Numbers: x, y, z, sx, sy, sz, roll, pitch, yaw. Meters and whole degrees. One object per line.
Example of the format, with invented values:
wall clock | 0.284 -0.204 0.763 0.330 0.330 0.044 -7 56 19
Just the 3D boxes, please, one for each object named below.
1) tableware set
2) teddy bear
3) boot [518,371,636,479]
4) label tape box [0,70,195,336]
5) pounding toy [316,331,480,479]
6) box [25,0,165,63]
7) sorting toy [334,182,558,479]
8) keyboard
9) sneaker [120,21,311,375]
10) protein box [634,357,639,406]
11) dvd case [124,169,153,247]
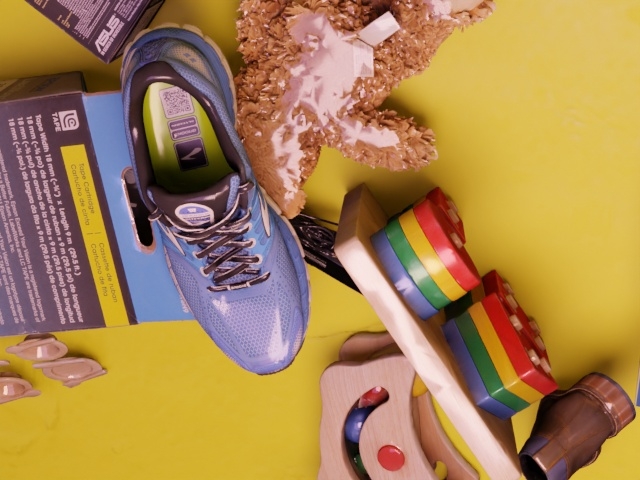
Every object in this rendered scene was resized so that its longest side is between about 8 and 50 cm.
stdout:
tableware set | -0.314 0.133 1.736 0.141 0.169 0.020 -13 63 14
teddy bear | 0.017 -0.174 1.539 0.245 0.113 0.338 23 108 -1
boot | 0.213 0.197 1.561 0.082 0.106 0.219 48 158 12
label tape box | -0.278 -0.035 1.638 0.333 0.106 0.241 -5 109 18
pounding toy | 0.069 0.231 1.644 0.154 0.155 0.270 9 115 17
box | -0.205 -0.357 1.536 0.242 0.076 0.307 37 117 0
sorting toy | 0.125 0.062 1.514 0.089 0.255 0.257 -33 99 10
keyboard | 0.000 0.000 1.624 0.192 0.100 0.038 30 77 3
sneaker | -0.104 -0.022 1.463 0.129 0.147 0.330 -19 106 10
protein box | 0.397 0.048 1.480 0.199 0.136 0.201 8 113 14
dvd case | -0.212 -0.042 1.691 0.238 0.029 0.179 16 114 10
